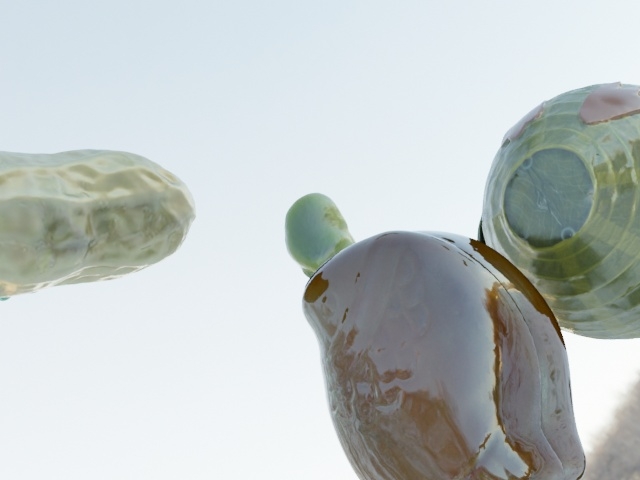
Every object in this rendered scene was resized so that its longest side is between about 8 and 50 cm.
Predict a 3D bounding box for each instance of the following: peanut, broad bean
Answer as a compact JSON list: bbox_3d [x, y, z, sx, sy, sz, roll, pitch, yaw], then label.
[{"bbox_3d":[-0.269,-0.020,1.002,0.313,0.152,0.152,-4,-55,-39],"label":"peanut"},{"bbox_3d":[0.000,0.000,1.801,0.124,0.174,0.082,-39,-33,7],"label":"broad bean"}]

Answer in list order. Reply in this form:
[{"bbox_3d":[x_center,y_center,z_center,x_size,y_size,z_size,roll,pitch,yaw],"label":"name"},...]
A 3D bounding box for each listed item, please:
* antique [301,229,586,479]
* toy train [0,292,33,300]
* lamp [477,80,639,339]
[{"bbox_3d":[0.100,0.113,0.819,0.129,0.278,0.223,0,-50,-47],"label":"antique"},{"bbox_3d":[-0.481,0.033,1.601,0.178,0.071,0.104,-20,-63,-49],"label":"toy train"},{"bbox_3d":[0.297,-0.024,0.970,0.284,0.250,0.250,11,-68,-43],"label":"lamp"}]
